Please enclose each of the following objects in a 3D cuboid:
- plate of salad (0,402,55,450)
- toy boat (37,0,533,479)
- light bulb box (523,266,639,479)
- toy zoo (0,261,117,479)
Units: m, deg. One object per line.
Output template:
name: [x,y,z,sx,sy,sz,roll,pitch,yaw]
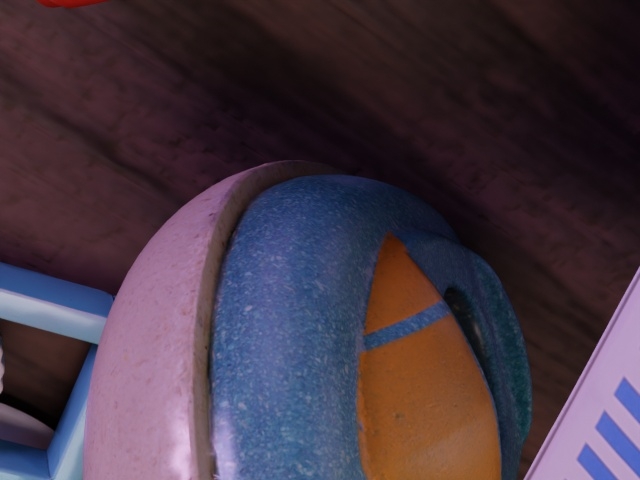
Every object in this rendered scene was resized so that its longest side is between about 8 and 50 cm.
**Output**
plate of salad: [-0.195,0.153,0.743,0.199,0.048,0.200,-6,115,-12]
toy boat: [0.000,0.000,0.549,0.148,0.267,0.318,-14,98,19]
light bulb box: [0.319,0.098,0.482,0.357,0.361,0.225,-13,138,-39]
toy zoo: [-0.122,0.111,0.698,0.293,0.030,0.192,18,108,-21]
